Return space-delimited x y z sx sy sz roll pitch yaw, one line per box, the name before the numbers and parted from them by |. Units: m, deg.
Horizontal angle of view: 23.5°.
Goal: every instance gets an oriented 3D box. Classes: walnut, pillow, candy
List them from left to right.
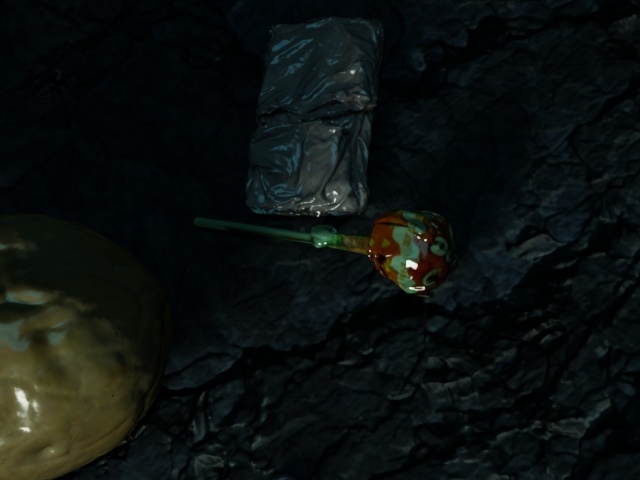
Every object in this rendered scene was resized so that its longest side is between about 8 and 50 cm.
walnut | -0.292 0.099 1.429 0.313 0.277 0.252 -14 92 -5
pillow | -0.006 -0.138 1.634 0.135 0.049 0.248 0 59 13
candy | 0.000 0.001 1.556 0.287 0.078 0.084 6 83 22

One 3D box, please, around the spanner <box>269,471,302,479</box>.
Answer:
spanner | -0.114 0.341 1.408 0.087 0.024 0.316 25 68 26
